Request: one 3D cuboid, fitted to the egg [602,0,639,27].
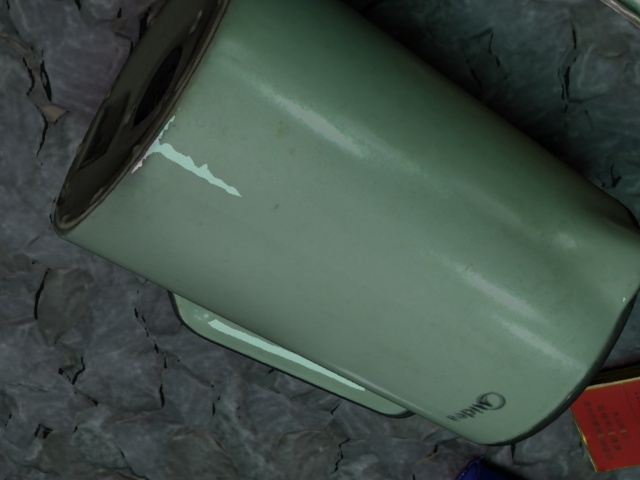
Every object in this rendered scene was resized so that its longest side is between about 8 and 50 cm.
[{"bbox_3d":[0.267,-0.205,0.968,0.286,0.264,0.174,30,114,-14],"label":"egg"}]

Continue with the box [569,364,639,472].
[{"bbox_3d":[0.287,0.150,1.305,0.133,0.023,0.090,-14,113,26],"label":"box"}]

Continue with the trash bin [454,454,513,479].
[{"bbox_3d":[0.207,0.314,1.365,0.234,0.162,0.184,33,118,-10],"label":"trash bin"}]

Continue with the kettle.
[{"bbox_3d":[0.000,0.000,1.145,0.376,0.250,0.361,30,139,-18],"label":"kettle"}]
